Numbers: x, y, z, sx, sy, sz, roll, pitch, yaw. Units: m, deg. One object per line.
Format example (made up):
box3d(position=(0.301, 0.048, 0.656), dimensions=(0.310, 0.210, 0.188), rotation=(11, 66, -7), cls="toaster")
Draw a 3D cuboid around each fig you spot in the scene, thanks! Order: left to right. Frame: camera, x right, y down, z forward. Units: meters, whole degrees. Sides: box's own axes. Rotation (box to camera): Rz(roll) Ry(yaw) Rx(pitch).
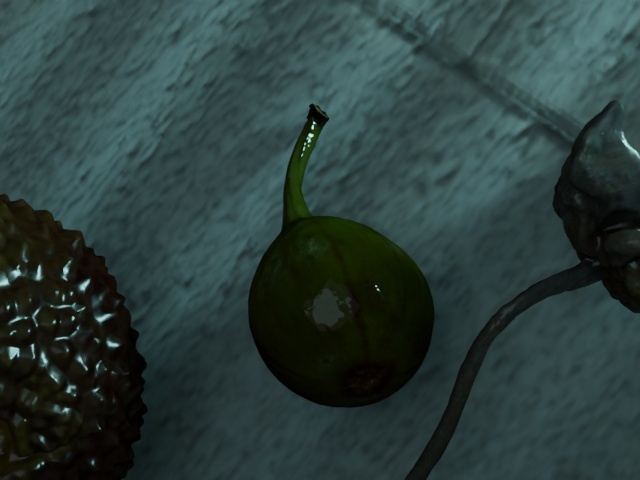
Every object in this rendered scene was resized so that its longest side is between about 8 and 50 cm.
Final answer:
box3d(position=(0.000, 0.000, 0.841), dimensions=(0.124, 0.124, 0.236), rotation=(-25, 55, 15), cls="fig")

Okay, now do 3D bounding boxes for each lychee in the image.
box3d(position=(-0.250, 0.079, 0.847), dimensions=(0.267, 0.267, 0.268), rotation=(-5, 75, 21), cls="lychee")

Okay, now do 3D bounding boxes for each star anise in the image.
box3d(position=(0.115, 0.042, 0.779), dimensions=(0.227, 0.219, 0.148), rotation=(-24, 27, 1), cls="star anise")
